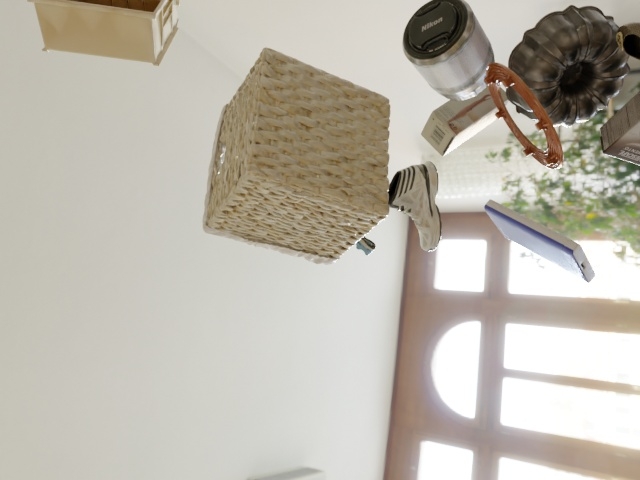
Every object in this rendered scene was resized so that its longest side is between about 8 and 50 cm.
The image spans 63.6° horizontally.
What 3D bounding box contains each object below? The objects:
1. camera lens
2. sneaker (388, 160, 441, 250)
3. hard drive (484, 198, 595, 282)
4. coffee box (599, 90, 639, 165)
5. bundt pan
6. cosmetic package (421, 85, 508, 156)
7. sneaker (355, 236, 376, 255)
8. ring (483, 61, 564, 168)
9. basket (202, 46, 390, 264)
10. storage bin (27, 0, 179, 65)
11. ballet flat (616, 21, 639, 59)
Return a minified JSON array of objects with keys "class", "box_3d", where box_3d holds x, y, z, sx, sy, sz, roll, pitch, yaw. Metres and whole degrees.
[{"class":"camera lens","box_3d":[0.394,-0.580,1.573,0.274,0.219,0.220,24,-110,-51]},{"class":"sneaker","box_3d":[0.428,-0.143,2.473,0.169,0.257,0.448,-130,29,-66]},{"class":"hard drive","box_3d":[0.665,-0.001,1.576,0.040,0.318,0.210,-50,-48,1]},{"class":"coffee box","box_3d":[0.851,-0.309,1.297,0.247,0.141,0.098,116,167,-58]},{"class":"bundt pan","box_3d":[0.685,-0.453,1.405,0.124,0.330,0.331,-98,-14,-53]},{"class":"cosmetic package","box_3d":[0.534,-0.458,1.903,0.296,0.129,0.153,-36,-15,-18]},{"class":"sneaker","box_3d":[0.170,0.007,2.320,0.063,0.162,0.073,-21,-32,-46]},{"class":"ring","box_3d":[0.539,-0.329,1.395,0.337,0.032,0.337,55,-170,-14]},{"class":"basket","box_3d":[-0.042,-0.164,1.102,0.331,0.266,0.329,16,-117,-25]},{"class":"storage bin","box_3d":[-0.480,-0.532,1.200,0.261,0.261,0.123,-90,7,-47]},{"class":"ballet flat","box_3d":[0.755,-0.441,1.199,0.084,0.058,0.250,49,-162,-36]}]
